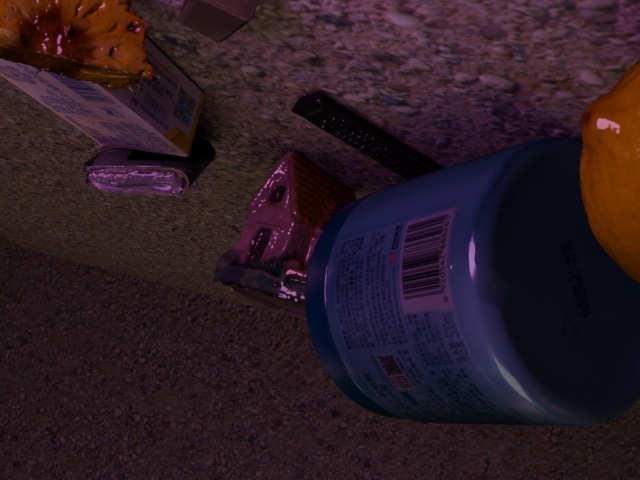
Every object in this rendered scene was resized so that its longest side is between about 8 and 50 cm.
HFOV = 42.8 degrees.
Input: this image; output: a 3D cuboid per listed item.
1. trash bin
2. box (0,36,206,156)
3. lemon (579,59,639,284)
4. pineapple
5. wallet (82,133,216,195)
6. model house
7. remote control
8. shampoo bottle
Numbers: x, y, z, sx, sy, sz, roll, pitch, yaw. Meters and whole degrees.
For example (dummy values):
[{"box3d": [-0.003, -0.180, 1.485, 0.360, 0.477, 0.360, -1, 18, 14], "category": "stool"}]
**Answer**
[{"box3d": [-0.105, -0.239, 0.828, 0.060, 0.043, 0.092, 21, 170, -21], "category": "trash bin"}, {"box3d": [-0.285, -0.210, 1.044, 0.168, 0.097, 0.265, 10, 166, 26], "category": "box"}, {"box3d": [0.344, -0.046, 0.628, 0.284, 0.261, 0.260, 33, 172, 17], "category": "lemon"}, {"box3d": [-0.270, -0.244, 0.831, 0.233, 0.135, 0.079, 15, 162, -39], "category": "pineapple"}, {"box3d": [-0.251, -0.125, 1.218, 0.170, 0.070, 0.231, 6, -162, -1], "category": "wallet"}, {"box3d": [0.000, 0.000, 1.260, 0.236, 0.238, 0.202, 8, 164, 45], "category": "model house"}, {"box3d": [0.071, -0.133, 1.097, 0.245, 0.025, 0.063, 26, 163, -36], "category": "remote control"}, {"box3d": [0.203, 0.065, 1.033, 0.331, 0.331, 0.342, 22, 160, -26], "category": "shampoo bottle"}]
